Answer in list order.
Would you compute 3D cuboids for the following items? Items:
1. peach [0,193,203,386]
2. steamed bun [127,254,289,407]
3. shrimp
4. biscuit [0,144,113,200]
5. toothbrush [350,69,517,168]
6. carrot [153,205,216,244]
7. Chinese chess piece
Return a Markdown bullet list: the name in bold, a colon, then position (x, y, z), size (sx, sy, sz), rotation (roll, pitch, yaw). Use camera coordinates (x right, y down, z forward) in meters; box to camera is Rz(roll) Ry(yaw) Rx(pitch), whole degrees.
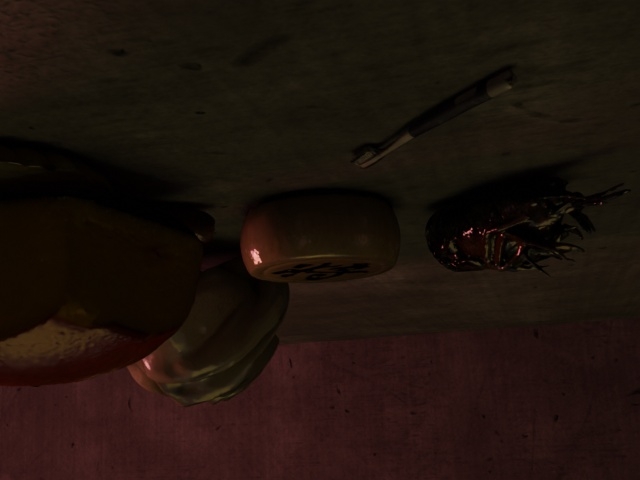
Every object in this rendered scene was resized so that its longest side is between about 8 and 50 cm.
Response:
- **peach**: position (-0.353, 0.072, 1.052), size (0.380, 0.243, 0.306), rotation (-8, 164, 6)
- **steamed bun**: position (-0.222, 0.192, 1.563), size (0.342, 0.255, 0.367), rotation (-24, 179, -34)
- **shrimp**: position (0.313, -0.030, 1.185), size (0.372, 0.137, 0.172), rotation (-6, -154, 47)
- **biscuit**: position (-0.366, -0.072, 1.025), size (0.187, 0.036, 0.273), rotation (0, 166, -11)
- **toothbrush**: position (0.118, -0.132, 0.896), size (0.026, 0.024, 0.288), rotation (20, 159, -25)
- **carrot**: position (-0.279, -0.028, 1.194), size (0.247, 0.059, 0.059), rotation (5, 166, -15)
- **Chinese chess piece**: position (0.000, 0.000, 1.264), size (0.257, 0.104, 0.257), rotation (-2, 168, 0)
